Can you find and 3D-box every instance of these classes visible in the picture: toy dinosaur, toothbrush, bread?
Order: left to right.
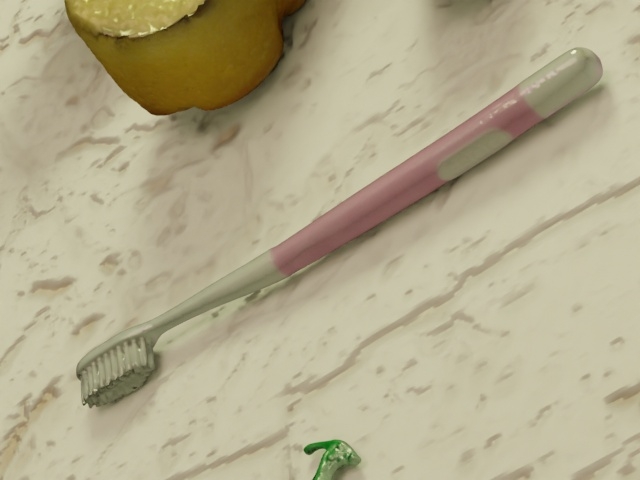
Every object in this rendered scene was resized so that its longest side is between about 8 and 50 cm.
[{"bbox_3d":[-0.043,-0.178,0.909,0.102,0.094,0.246,6,64,28],"label":"bread"},{"bbox_3d":[-0.021,0.101,0.693,0.083,0.021,0.062,2,53,44],"label":"toy dinosaur"},{"bbox_3d":[0.000,0.000,0.764,0.286,0.020,0.025,-33,47,25],"label":"toothbrush"}]
